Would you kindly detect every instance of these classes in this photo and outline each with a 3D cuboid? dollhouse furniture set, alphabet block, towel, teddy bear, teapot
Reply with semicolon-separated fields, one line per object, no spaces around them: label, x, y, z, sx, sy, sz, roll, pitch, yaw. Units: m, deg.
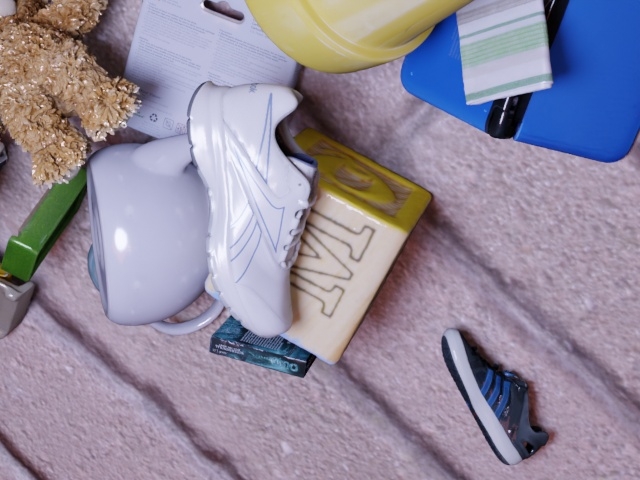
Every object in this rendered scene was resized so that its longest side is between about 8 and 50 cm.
dollhouse furniture set;-0.476;-0.013;1.431;0.198;0.151;0.301;29;142;-8
alphabet block;0.000;0.000;1.259;0.193;0.192;0.197;29;113;4
towel;0.204;-0.233;1.121;0.113;0.023;0.151;-8;86;42
teddy bear;-0.360;-0.216;1.256;0.245;0.113;0.337;-31;66;19
teapot;-0.199;-0.008;1.313;0.187;0.256;0.252;-6;82;-17

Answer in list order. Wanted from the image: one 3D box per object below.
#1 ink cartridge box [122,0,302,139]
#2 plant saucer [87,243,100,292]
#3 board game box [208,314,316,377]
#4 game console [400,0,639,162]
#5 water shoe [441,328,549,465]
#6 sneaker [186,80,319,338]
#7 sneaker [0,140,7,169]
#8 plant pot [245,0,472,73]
ink cartridge box;-0.141;-0.221;1.306;0.223;0.045;0.223;23;112;8
plant saucer;-0.284;0.042;1.442;0.119;0.021;0.119;5;108;14
board game box;-0.053;0.113;1.308;0.126;0.186;0.026;14;112;12
game console;0.270;-0.268;1.185;0.250;0.173;0.293;35;116;37
water shoe;0.229;0.195;1.328;0.080;0.073;0.203;-28;98;-5
sneaker;-0.062;-0.032;1.110;0.129;0.111;0.297;-6;106;12
sneaker;-0.587;-0.130;1.436;0.279;0.107;0.118;-8;62;4
plant pot;0.075;-0.320;1.058;0.239;0.254;0.253;-5;108;52
